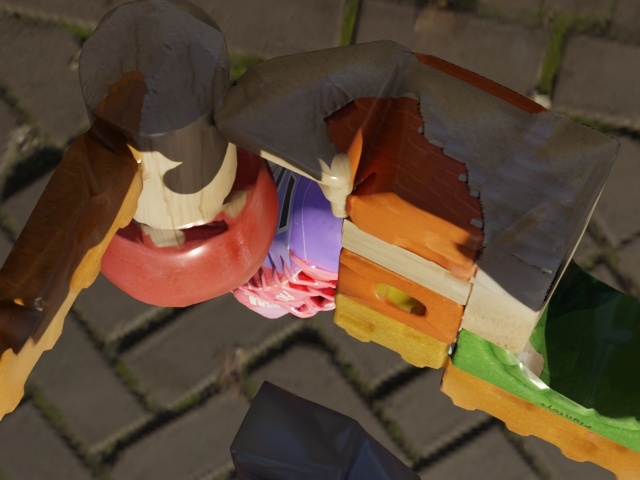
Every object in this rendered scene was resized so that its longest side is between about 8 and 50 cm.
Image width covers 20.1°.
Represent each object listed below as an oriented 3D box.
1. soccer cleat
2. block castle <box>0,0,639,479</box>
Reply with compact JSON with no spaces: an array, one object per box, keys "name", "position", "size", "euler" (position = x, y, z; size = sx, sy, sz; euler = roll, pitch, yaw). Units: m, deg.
[{"name":"soccer cleat","position":[0.000,0.000,0.998],"size":[0.109,0.318,0.116],"euler":[38,89,-8]},{"name":"block castle","position":[0.056,0.135,0.667],"size":[0.453,0.213,0.303],"euler":[26,73,8]}]
